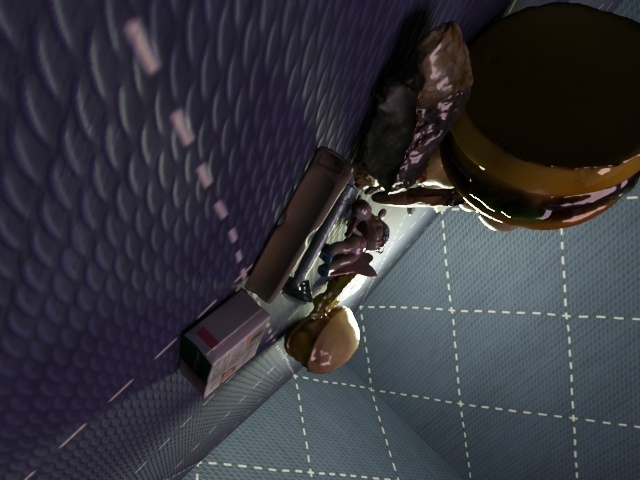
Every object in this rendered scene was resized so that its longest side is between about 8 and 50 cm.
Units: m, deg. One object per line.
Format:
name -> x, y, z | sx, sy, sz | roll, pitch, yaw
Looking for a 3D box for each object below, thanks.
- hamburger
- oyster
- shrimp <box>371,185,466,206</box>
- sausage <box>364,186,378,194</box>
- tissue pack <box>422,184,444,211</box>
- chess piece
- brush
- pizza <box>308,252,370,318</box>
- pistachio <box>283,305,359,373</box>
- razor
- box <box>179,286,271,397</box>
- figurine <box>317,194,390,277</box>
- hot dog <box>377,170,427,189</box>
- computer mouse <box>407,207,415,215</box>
hamburger -> 0.410, -0.210, 0.897 | 0.396, 0.396, 0.277 | -45, 158, -12
oyster -> 0.134, -0.169, 0.718 | 0.166, 0.110, 0.341 | -35, 163, -42
shrimp -> 0.228, -0.098, 1.074 | 0.152, 0.220, 0.046 | -17, 106, -61
sausage -> 0.125, -0.121, 1.059 | 0.100, 0.015, 0.015 | -34, 162, -46
tissue pack -> 0.435, -0.185, 1.583 | 0.170, 0.071, 0.325 | -29, 163, 12
chess piece -> 0.351, -0.138, 1.103 | 0.167, 0.300, 0.167 | -43, 167, -13
brush -> -0.038, -0.015, 0.747 | 0.320, 0.060, 0.050 | -57, 177, 40
pizza -> 0.058, 0.149, 1.556 | 0.288, 0.075, 0.279 | -38, 161, -28
pistachio -> 0.012, 0.341, 1.659 | 0.309, 0.230, 0.229 | -10, 142, -53
razor -> 0.000, 0.000, 0.878 | 0.231, 0.068, 0.106 | -60, -166, 14
box -> -0.178, 0.191, 0.862 | 0.135, 0.081, 0.199 | -38, 163, -35
figurine -> 0.070, -0.012, 1.074 | 0.260, 0.103, 0.205 | -30, 123, -48
hot dog -> 0.162, -0.141, 0.961 | 0.100, 0.067, 0.249 | -11, -178, 15
computer mouse -> 0.328, -0.140, 1.646 | 0.110, 0.032, 0.056 | -62, 165, 15
